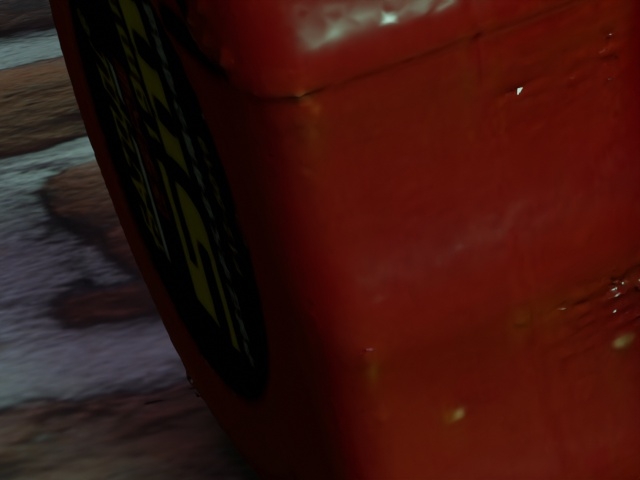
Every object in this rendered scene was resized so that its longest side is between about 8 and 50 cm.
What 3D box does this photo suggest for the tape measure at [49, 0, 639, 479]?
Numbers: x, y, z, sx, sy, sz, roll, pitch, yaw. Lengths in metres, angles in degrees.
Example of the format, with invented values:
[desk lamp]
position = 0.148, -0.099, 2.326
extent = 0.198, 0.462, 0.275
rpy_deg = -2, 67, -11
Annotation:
[tape measure]
position = 0.005, -0.045, 0.548
extent = 0.114, 0.253, 0.260
rpy_deg = -20, 24, -14
